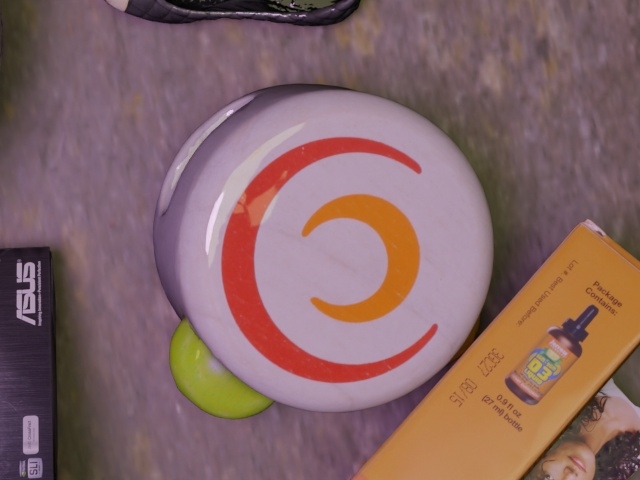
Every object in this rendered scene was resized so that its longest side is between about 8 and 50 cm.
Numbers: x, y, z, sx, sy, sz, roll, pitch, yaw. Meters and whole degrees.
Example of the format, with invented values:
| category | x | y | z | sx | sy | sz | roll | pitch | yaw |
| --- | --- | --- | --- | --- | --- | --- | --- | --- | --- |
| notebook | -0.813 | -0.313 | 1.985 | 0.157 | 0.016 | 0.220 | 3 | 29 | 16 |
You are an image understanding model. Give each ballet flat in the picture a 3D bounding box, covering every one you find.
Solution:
| category | x | y | z | sx | sy | sz | roll | pitch | yaw |
| --- | --- | --- | --- | --- | --- | --- | --- | --- | --- |
| ballet flat | -0.058 | -0.168 | 1.062 | 0.173 | 0.049 | 0.057 | 1 | 89 | -7 |

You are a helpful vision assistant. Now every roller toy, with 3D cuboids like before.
| category | x | y | z | sx | sy | sz | roll | pitch | yaw |
| --- | --- | --- | --- | --- | --- | --- | --- | --- | --- |
| roller toy | 0.000 | 0.000 | 1.020 | 0.209 | 0.146 | 0.191 | -7 | 99 | -13 |

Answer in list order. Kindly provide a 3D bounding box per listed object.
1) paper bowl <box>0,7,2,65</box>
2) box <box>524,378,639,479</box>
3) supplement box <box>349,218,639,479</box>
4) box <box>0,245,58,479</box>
| category | x | y | z | sx | sy | sz | roll | pitch | yaw |
| --- | --- | --- | --- | --- | --- | --- | --- | --- | --- |
| paper bowl | -0.330 | -0.122 | 0.979 | 0.284 | 0.148 | 0.284 | 0 | 89 | -7 |
| box | 0.110 | 0.177 | 1.077 | 0.232 | 0.058 | 0.087 | -45 | 94 | -5 |
| supplement box | 0.113 | 0.101 | 1.016 | 0.078 | 0.080 | 0.233 | 41 | 85 | 13 |
| box | -0.244 | 0.106 | 0.966 | 0.183 | 0.056 | 0.231 | -2 | 46 | -7 |
